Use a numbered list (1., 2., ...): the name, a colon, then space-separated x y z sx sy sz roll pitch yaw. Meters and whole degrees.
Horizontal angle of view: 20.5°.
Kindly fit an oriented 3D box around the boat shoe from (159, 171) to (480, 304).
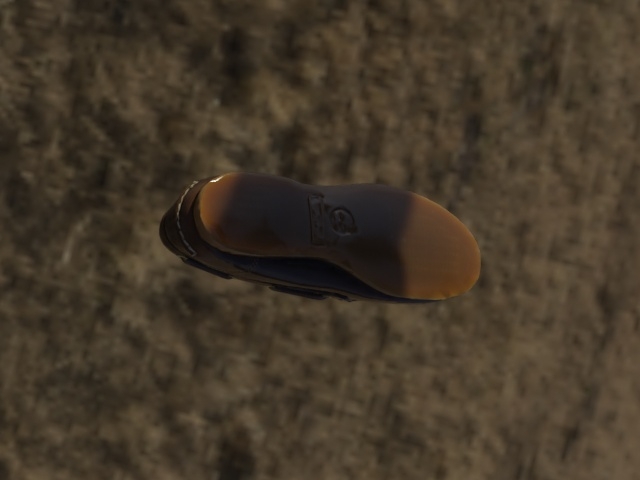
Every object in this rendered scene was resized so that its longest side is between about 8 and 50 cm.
1. boat shoe: 0.000 0.000 1.117 0.073 0.207 0.073 -29 -128 57
